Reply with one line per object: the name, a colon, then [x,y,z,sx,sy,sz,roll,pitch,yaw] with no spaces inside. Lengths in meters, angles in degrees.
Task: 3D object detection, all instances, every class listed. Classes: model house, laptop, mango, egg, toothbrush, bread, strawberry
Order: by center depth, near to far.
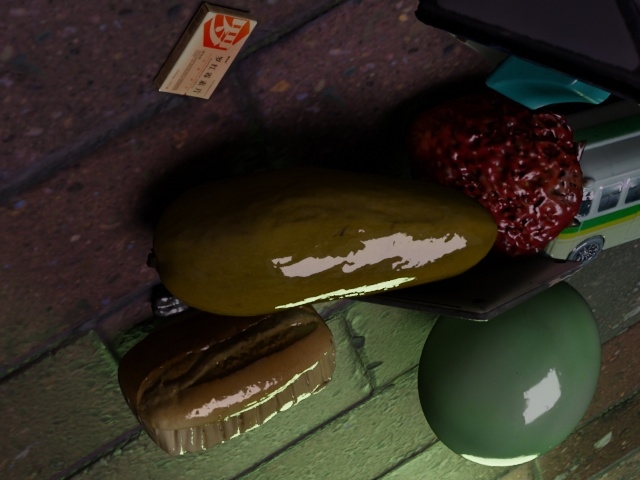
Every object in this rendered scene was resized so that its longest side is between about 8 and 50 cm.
model house: [0.218,-0.197,1.443,0.127,0.149,0.100,-48,149,18]
mango: [-0.005,0.000,1.456,0.331,0.142,0.195,-2,178,-17]
strawberry: [0.179,-0.081,1.548,0.201,0.187,0.184,25,156,-21]
laptop: [0.119,0.035,1.558,0.187,0.269,0.015,-21,111,-45]
bread: [-0.099,0.132,1.599,0.236,0.140,0.106,-24,143,-20]
toothbrush: [-0.048,0.026,1.610,0.297,0.030,0.031,-18,136,-24]
egg: [0.240,0.161,1.867,0.220,0.220,0.270,-1,127,-42]

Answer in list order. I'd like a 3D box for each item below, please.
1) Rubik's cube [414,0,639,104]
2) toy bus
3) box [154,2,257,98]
Rubik's cube: [0.289,-0.279,1.182,0.307,0.310,0.305,-8,118,-40]
toy bus: [0.355,-0.083,1.729,0.276,0.134,0.165,-17,145,-26]
box: [-0.103,-0.168,1.316,0.058,0.015,0.093,6,131,-44]
